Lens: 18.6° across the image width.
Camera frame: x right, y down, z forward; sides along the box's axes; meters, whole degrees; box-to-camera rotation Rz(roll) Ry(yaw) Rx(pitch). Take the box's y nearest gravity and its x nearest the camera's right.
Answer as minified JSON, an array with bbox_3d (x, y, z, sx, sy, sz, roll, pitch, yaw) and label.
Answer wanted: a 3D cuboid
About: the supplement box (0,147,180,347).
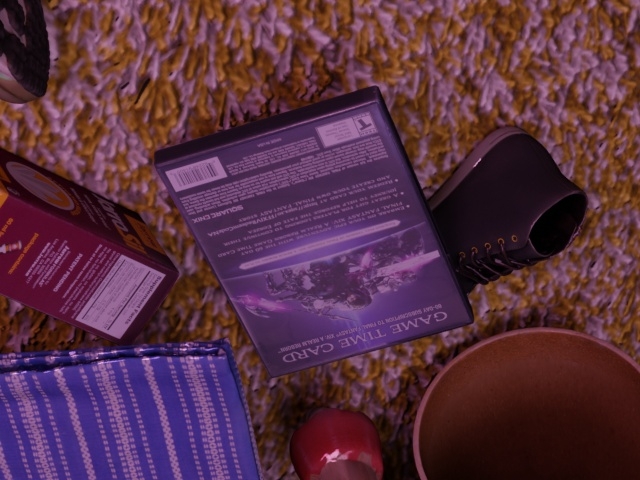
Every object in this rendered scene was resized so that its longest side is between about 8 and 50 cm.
[{"bbox_3d":[-0.218,0.000,1.549,0.188,0.104,0.081,27,105,-39],"label":"supplement box"}]

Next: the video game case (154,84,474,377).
[{"bbox_3d":[0.000,0.000,1.674,0.196,0.026,0.274,-16,132,12],"label":"video game case"}]

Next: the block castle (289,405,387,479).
[{"bbox_3d":[0.011,0.386,1.875,0.303,0.213,0.453,-28,124,5],"label":"block castle"}]

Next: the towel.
[{"bbox_3d":[-0.219,0.189,1.629,0.336,0.040,0.243,-5,128,6],"label":"towel"}]

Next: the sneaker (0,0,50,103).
[{"bbox_3d":[-0.359,-0.203,1.348,0.182,0.158,0.410,-25,140,30],"label":"sneaker"}]

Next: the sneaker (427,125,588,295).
[{"bbox_3d":[0.140,0.013,1.747,0.083,0.118,0.222,22,108,-38],"label":"sneaker"}]

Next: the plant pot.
[{"bbox_3d":[0.221,0.250,1.906,0.237,0.237,0.254,-28,145,-10],"label":"plant pot"}]
